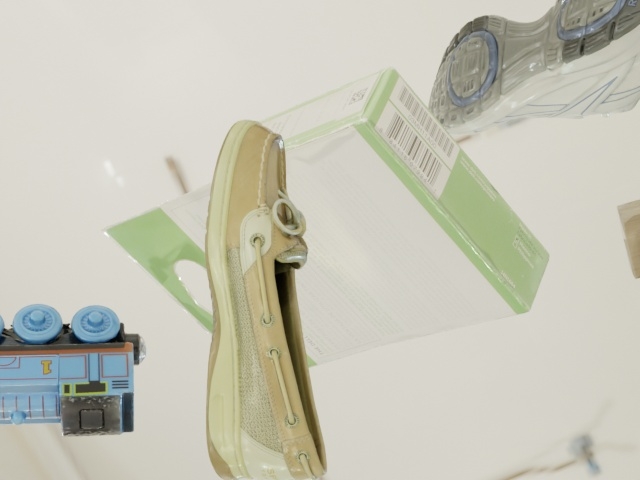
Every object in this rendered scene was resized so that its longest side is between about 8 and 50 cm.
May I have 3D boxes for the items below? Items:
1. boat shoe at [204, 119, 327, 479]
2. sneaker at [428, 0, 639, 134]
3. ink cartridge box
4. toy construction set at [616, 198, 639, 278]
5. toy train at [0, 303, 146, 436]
[{"bbox_3d":[-0.020,0.024,0.635,0.056,0.048,0.153,39,-129,-73],"label":"boat shoe"},{"bbox_3d":[0.206,-0.140,1.285,0.129,0.297,0.111,24,-113,-31],"label":"sneaker"},{"bbox_3d":[0.000,0.000,0.950,0.171,0.235,0.056,47,-132,-26],"label":"ink cartridge box"},{"bbox_3d":[0.212,0.091,0.763,0.257,0.309,0.237,39,-160,-30],"label":"toy construction set"},{"bbox_3d":[-0.240,0.112,1.273,0.080,0.184,0.105,98,168,-46],"label":"toy train"}]
